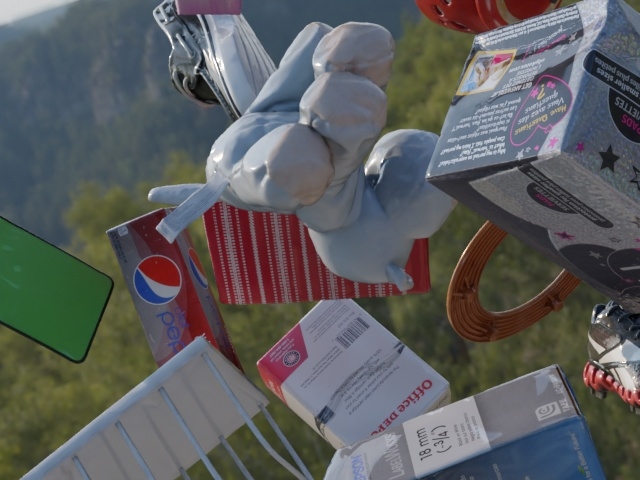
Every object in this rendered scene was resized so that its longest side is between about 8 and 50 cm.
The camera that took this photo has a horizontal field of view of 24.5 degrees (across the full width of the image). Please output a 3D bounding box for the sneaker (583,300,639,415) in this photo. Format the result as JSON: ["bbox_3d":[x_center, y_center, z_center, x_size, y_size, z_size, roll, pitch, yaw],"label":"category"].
[{"bbox_3d":[0.388,0.131,1.744,0.097,0.135,0.276,-5,5,-12],"label":"sneaker"}]

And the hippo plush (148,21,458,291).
[{"bbox_3d":[0.023,-0.045,1.453,0.294,0.236,0.234,-47,22,7],"label":"hippo plush"}]

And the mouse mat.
[{"bbox_3d":[-0.366,0.061,1.897,0.007,0.189,0.152,-45,21,44],"label":"mouse mat"}]

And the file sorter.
[{"bbox_3d":[-0.168,0.290,1.726,0.277,0.173,0.193,-39,-33,0],"label":"file sorter"}]

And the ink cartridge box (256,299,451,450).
[{"bbox_3d":[0.052,0.214,2.176,0.172,0.237,0.100,-44,-25,-15],"label":"ink cartridge box"}]

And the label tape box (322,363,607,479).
[{"bbox_3d":[0.114,0.289,1.376,0.333,0.241,0.106,-22,26,4],"label":"label tape box"}]

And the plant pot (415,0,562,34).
[{"bbox_3d":[0.255,-0.390,2.171,0.191,0.191,0.174,-23,32,-26],"label":"plant pot"}]

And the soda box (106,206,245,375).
[{"bbox_3d":[-0.188,0.091,1.955,0.092,0.263,0.083,-21,0,9],"label":"soda box"}]

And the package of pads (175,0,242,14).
[{"bbox_3d":[-0.084,-0.201,1.071,0.050,0.083,0.032,-1,52,1],"label":"package of pads"}]

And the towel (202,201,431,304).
[{"bbox_3d":[0.000,0.000,1.809,0.275,0.199,0.031,-4,43,4],"label":"towel"}]

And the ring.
[{"bbox_3d":[0.344,0.036,2.362,0.336,0.336,0.032,-23,49,-26],"label":"ring"}]

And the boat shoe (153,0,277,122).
[{"bbox_3d":[-0.134,-0.224,1.905,0.119,0.121,0.335,-37,40,11],"label":"boat shoe"}]

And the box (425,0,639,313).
[{"bbox_3d":[0.237,-0.056,1.144,0.163,0.247,0.142,-9,57,56],"label":"box"}]
